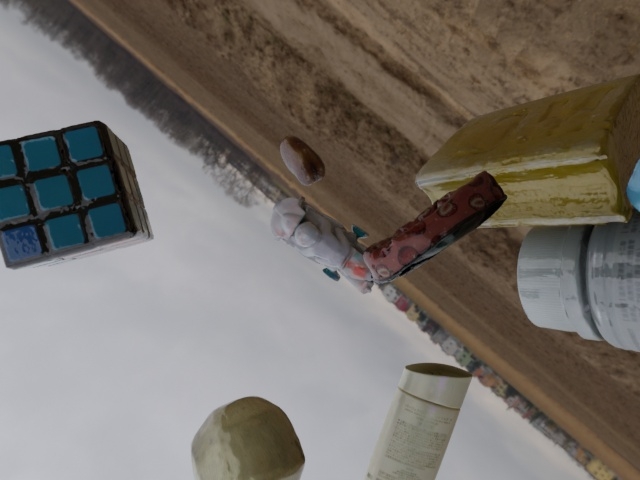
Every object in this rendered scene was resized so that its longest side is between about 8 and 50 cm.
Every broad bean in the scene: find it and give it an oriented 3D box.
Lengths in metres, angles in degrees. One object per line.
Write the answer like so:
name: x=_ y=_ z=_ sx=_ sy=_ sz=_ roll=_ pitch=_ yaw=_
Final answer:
broad bean: x=-0.056 y=-0.220 z=1.232 sx=0.165 sy=0.084 sz=0.114 roll=43 pitch=142 yaw=39

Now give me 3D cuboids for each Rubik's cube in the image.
Rubik's cube: x=-0.346 y=-0.057 z=0.636 sx=0.163 sy=0.160 sz=0.162 roll=179 pitch=75 yaw=-78

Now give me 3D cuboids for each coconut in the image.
coconut: x=-0.133 y=0.409 z=0.829 sx=0.224 sy=0.224 sz=0.224 roll=40 pitch=-179 yaw=-1

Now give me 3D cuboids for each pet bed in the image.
pet bed: x=0.137 y=-0.014 z=0.560 sx=0.054 sy=0.201 sz=0.201 roll=57 pitch=-178 yaw=4

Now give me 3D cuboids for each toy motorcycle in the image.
toy motorcycle: x=0.000 y=0.000 z=0.817 sx=0.260 sy=0.110 sz=0.171 roll=36 pitch=-172 yaw=22

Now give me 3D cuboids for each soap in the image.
soap: x=0.388 y=-0.148 z=0.814 sx=0.335 sy=0.293 sz=0.156 roll=-1 pitch=127 yaw=52

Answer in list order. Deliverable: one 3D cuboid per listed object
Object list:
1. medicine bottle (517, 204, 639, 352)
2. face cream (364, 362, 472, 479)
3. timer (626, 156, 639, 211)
medicine bottle: x=0.525 y=0.062 z=0.760 sx=0.245 sy=0.245 sz=0.306 roll=40 pitch=155 yaw=-31
face cream: x=0.245 y=0.470 z=1.134 sx=0.173 sy=0.349 sz=0.081 roll=18 pitch=-177 yaw=-3
timer: x=0.513 y=-0.083 z=0.509 sx=0.250 sy=0.091 sz=0.232 roll=37 pitch=159 yaw=34
